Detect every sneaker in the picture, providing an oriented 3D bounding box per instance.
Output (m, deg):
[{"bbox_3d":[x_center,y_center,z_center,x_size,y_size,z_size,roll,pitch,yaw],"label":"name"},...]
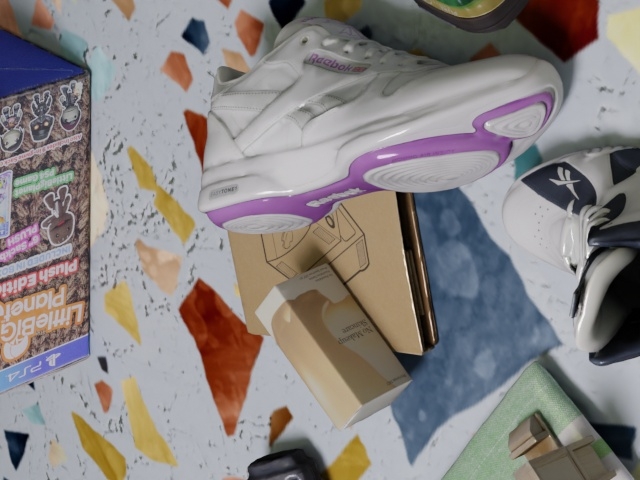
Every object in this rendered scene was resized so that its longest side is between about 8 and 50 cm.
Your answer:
[{"bbox_3d":[0.027,-0.101,1.344,0.305,0.114,0.152,-13,71,37],"label":"sneaker"},{"bbox_3d":[0.175,0.010,1.200,0.235,0.153,0.094,21,120,40],"label":"sneaker"}]

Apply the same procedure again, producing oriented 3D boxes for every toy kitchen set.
[{"bbox_3d":[0.139,0.160,1.322,0.083,0.075,0.068,-46,69,40],"label":"toy kitchen set"}]

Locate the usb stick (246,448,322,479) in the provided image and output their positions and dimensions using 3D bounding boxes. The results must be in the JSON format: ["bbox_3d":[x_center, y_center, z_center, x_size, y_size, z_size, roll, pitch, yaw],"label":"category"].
[{"bbox_3d":[0.010,0.307,1.596,0.077,0.045,0.278,-18,93,50],"label":"usb stick"}]

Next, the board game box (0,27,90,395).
[{"bbox_3d":[-0.332,-0.039,1.744,0.232,0.141,0.291,28,126,37],"label":"board game box"}]

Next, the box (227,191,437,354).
[{"bbox_3d":[0.000,0.000,1.491,0.201,0.021,0.164,4,109,47],"label":"box"}]

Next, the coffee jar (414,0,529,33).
[{"bbox_3d":[0.071,-0.208,1.212,0.096,0.079,0.184,35,172,35],"label":"coffee jar"}]

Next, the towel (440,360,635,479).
[{"bbox_3d":[0.202,0.280,1.384,0.325,0.038,0.248,51,136,21],"label":"towel"}]

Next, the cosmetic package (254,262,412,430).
[{"bbox_3d":[0.010,0.079,1.452,0.115,0.060,0.041,52,138,15],"label":"cosmetic package"}]
